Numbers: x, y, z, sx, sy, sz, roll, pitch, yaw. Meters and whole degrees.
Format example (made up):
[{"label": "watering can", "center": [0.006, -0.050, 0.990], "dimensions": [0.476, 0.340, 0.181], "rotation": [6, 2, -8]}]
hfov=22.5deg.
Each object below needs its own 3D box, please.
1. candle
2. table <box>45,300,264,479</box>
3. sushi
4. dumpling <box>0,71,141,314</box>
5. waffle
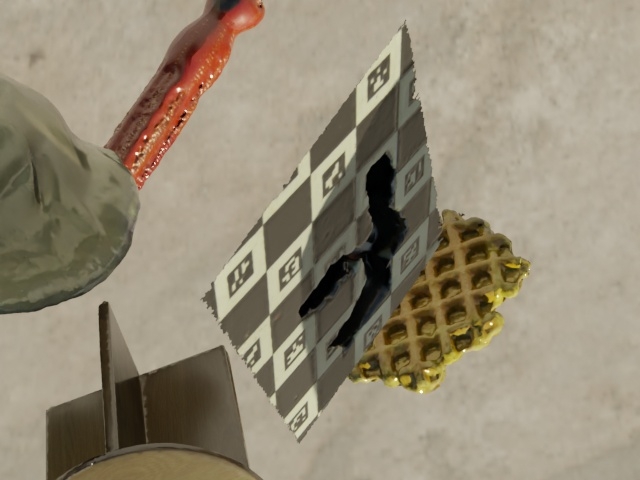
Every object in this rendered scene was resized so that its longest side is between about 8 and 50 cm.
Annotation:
[{"label": "candle", "center": [-0.133, -0.096, 1.275], "dimensions": [0.048, 0.329, 0.051], "rotation": [4, 144, 47]}, {"label": "table", "center": [-0.112, 0.145, 1.030], "dimensions": [0.167, 0.227, 0.167], "rotation": [-4, 116, -8]}, {"label": "sushi", "center": [0.000, 0.000, 0.986], "dimensions": [0.043, 0.193, 0.279], "rotation": [31, 165, 22]}, {"label": "dumpling", "center": [-0.246, -0.020, 1.131], "dimensions": [0.226, 0.243, 0.175], "rotation": [24, 150, 5]}, {"label": "waffle", "center": [0.104, 0.064, 1.841], "dimensions": [0.245, 0.254, 0.052], "rotation": [24, 155, 40]}]
